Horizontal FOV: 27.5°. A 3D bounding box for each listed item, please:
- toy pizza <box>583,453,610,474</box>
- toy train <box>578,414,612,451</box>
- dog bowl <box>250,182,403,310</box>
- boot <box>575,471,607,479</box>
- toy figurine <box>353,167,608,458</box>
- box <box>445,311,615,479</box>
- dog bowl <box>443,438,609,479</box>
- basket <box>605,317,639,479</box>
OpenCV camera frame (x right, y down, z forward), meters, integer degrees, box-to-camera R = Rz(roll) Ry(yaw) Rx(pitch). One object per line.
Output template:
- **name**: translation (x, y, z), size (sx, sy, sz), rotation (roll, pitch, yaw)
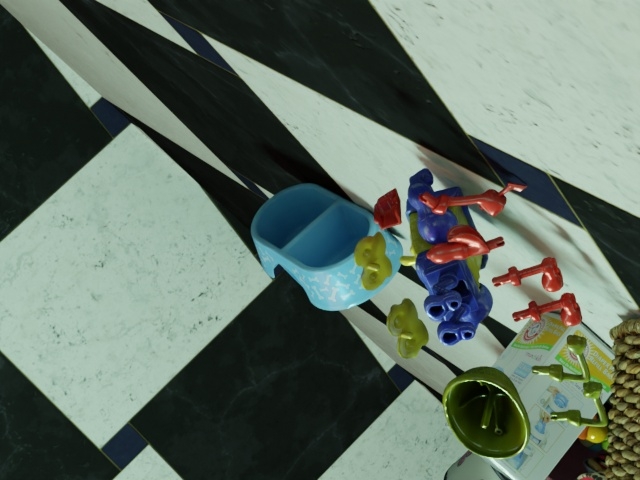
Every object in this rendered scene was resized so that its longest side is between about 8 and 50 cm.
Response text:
- **toy pizza**: translation (0.513, 0.368, 2.048), size (0.201, 0.032, 0.201), rotation (14, -176, -1)
- **toy train**: translation (0.414, 0.286, 1.992), size (0.143, 0.105, 0.248), rotation (29, 175, -13)
- **dog bowl**: translation (0.000, 0.000, 2.025), size (0.297, 0.166, 0.074), rotation (31, 158, 51)
- **boot**: translation (0.445, 0.416, 1.458), size (0.284, 0.377, 0.138), rotation (10, 135, -14)
- **toy figurine**: translation (0.176, 0.037, 1.431), size (0.217, 0.191, 0.362), rotation (-88, -27, -55)
- **box**: translation (0.275, 0.200, 1.660), size (0.103, 0.203, 0.114), rotation (41, 175, -16)
- **dog bowl**: translation (0.414, 0.428, 2.135), size (0.408, 0.150, 0.408), rotation (24, -163, -8)
- **basket**: translation (0.420, 0.192, 1.310), size (0.214, 0.223, 0.299), rotation (6, 172, -1)
